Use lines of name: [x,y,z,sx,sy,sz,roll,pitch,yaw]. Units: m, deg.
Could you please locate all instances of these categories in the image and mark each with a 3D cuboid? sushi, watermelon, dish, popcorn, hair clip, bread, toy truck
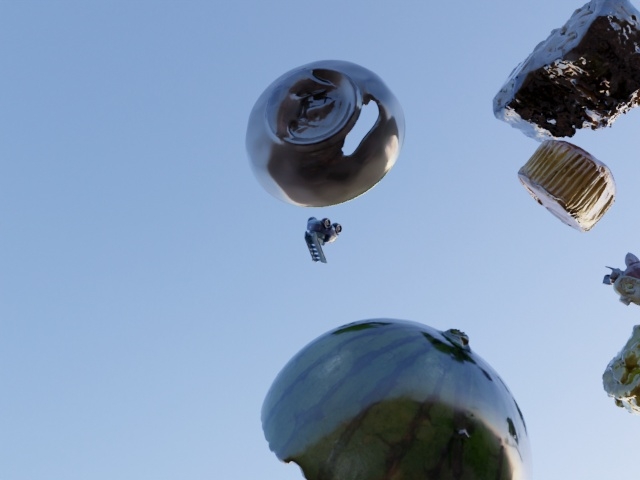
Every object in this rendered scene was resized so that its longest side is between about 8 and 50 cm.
sushi: [0.469,-0.287,1.298,0.207,0.348,0.234,39,-111,-6]
watermelon: [0.101,0.188,0.811,0.330,0.331,0.190,13,-85,-14]
dish: [-0.006,-0.231,1.331,0.324,0.324,0.124,-22,-29,5]
popcorn: [0.795,0.311,1.647,0.192,0.233,0.266,40,-40,3]
hair clip: [0.789,0.109,1.722,0.146,0.187,0.056,-50,-43,-23]
bread: [0.418,-0.095,1.170,0.114,0.132,0.190,-51,-35,2]
toy truck: [0.000,0.000,1.436,0.073,0.056,0.090,22,-101,-44]
